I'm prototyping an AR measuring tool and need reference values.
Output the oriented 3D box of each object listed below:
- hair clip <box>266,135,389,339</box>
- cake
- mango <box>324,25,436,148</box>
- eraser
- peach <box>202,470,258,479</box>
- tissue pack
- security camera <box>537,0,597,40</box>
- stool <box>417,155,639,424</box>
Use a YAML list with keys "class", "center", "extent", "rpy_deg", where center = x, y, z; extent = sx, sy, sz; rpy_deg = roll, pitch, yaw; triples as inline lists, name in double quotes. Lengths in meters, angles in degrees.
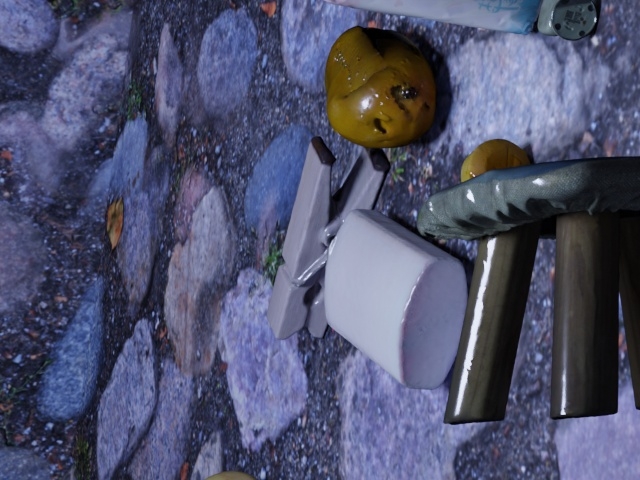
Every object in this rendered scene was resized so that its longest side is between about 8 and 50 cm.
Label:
- class: "hair clip"
  center: [0.001, 0.003, 2.474]
  extent: [0.085, 0.101, 0.330]
  rpy_deg: [-121, 39, -48]
- class: "cake"
  center: [0.208, -0.077, 2.002]
  extent: [0.044, 0.084, 0.084]
  rpy_deg: [155, 117, -67]
- class: "mango"
  center: [0.070, -0.202, 2.283]
  extent: [0.151, 0.156, 0.248]
  rpy_deg: [65, 171, -30]
- class: "eraser"
  center: [0.094, 0.072, 2.234]
  extent: [0.270, 0.095, 0.174]
  rpy_deg: [-144, 61, -65]
- class: "peach"
  center: [-0.149, 0.457, 2.657]
  extent: [0.184, 0.184, 0.184]
  rpy_deg: [-175, 90, -68]
- class: "tissue pack"
  center: [0.116, -0.331, 2.027]
  extent: [0.201, 0.271, 0.124]
  rpy_deg: [-141, 60, -64]
- class: "security camera"
  center: [0.276, -0.257, 1.929]
  extent: [0.092, 0.058, 0.058]
  rpy_deg: [-121, 39, -74]
- class: "stool"
  center: [0.275, 0.046, 1.536]
  extent: [0.310, 0.310, 0.226]
  rpy_deg: [159, 106, -67]
